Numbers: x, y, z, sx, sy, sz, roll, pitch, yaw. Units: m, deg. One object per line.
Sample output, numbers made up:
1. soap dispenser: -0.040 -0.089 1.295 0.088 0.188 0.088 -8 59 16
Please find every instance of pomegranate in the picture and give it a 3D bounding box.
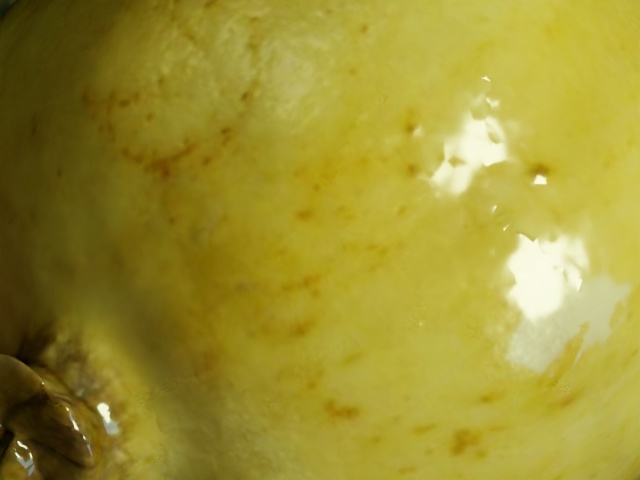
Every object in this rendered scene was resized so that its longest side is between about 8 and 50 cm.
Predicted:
1. pomegranate: 0.005 -0.009 0.643 0.307 0.307 0.307 -37 137 -45
